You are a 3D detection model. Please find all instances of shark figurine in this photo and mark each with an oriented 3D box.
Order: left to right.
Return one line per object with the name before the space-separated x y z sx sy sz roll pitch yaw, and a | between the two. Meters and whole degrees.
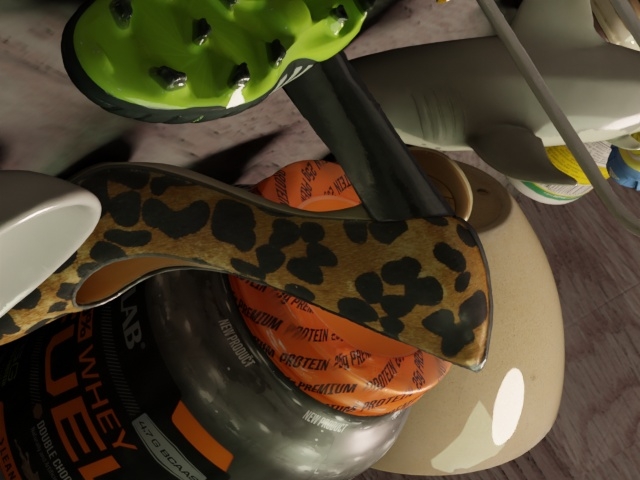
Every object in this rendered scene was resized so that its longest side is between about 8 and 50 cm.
shark figurine | 0.147 -0.107 0.868 0.278 0.116 0.166 -10 -158 -29

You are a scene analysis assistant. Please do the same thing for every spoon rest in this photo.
spoon rest | -0.207 0.060 0.667 0.276 0.084 0.137 -32 174 7

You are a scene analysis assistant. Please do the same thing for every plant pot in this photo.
plant pot | 0.086 0.039 1.375 0.284 0.284 0.191 -28 136 -41

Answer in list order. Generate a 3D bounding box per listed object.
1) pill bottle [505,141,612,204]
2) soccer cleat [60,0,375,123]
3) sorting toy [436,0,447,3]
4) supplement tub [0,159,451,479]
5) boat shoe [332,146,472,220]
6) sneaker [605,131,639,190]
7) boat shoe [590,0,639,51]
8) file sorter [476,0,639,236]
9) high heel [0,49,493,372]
pill bottle | 0.251 -0.123 1.402 0.117 0.117 0.208 -28 173 -35
soccer cleat | -0.043 -0.069 0.593 0.072 0.060 0.179 -35 177 33
sorting toy | 0.058 -0.132 0.680 0.061 0.042 0.102 -32 174 -6
supplement tub | -0.081 0.100 1.051 0.338 0.207 0.207 -38 172 36
boat shoe | 0.000 0.000 1.244 0.285 0.105 0.089 -24 -176 29
sneaker | 0.300 -0.100 1.128 0.240 0.091 0.126 -18 167 -22
boat shoe | 0.183 -0.128 1.127 0.092 0.103 0.285 -28 171 7
file sorter | 0.239 -0.152 0.753 0.277 0.193 0.173 -30 176 -21
high heel | -0.052 0.037 0.784 0.261 0.186 0.093 -34 174 13
